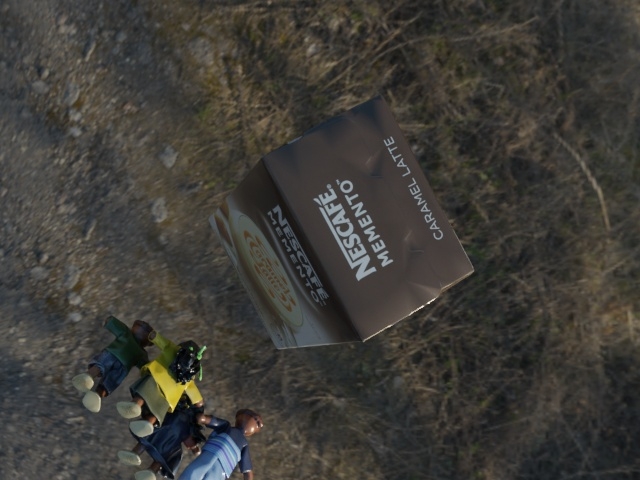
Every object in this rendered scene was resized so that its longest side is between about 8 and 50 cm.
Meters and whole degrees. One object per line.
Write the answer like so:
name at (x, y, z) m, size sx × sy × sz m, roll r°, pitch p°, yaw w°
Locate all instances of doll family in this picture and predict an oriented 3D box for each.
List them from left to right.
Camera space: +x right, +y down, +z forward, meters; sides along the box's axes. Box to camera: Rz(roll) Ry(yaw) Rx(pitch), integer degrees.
doll family at (-0.122, 0.146, 0.731) m, size 0.193 × 0.076 × 0.111 m, roll 66°, pitch 32°, yaw -19°

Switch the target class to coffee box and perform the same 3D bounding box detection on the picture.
coffee box at (0.000, 0.000, 0.659) m, size 0.098 × 0.246 × 0.141 m, roll -29°, pitch 90°, yaw -18°
